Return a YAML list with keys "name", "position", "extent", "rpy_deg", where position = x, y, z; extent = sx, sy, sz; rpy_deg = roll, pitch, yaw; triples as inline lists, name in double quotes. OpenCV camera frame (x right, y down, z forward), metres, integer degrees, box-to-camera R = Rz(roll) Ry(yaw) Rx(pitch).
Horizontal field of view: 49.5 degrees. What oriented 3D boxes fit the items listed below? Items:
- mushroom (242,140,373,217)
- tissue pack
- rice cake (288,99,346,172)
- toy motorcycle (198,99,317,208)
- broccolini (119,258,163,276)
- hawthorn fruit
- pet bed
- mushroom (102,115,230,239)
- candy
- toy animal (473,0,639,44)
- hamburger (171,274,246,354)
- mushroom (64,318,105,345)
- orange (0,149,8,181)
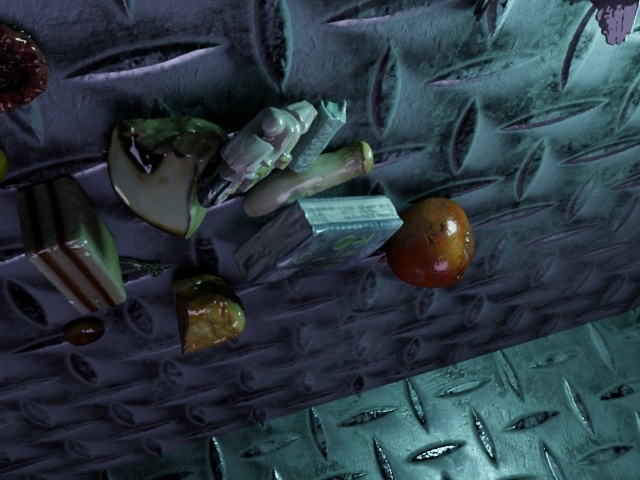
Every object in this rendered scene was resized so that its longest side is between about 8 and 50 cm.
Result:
- name: "mushroom"
  position: [-0.033, -0.147, 1.720]
  extent: [0.351, 0.095, 0.123]
  rpy_deg: [-22, 167, 7]
- name: "tissue pack"
  position: [0.000, 0.000, 1.860]
  extent: [0.394, 0.124, 0.288]
  rpy_deg: [-5, 154, -49]
- name: "rice cake"
  position: [-0.014, -0.239, 1.601]
  extent: [0.063, 0.069, 0.206]
  rpy_deg: [6, 143, -37]
- name: "toy motorcycle"
  position: [-0.118, -0.198, 1.443]
  extent: [0.340, 0.108, 0.223]
  rpy_deg: [-44, 175, -48]
- name: "broccolini"
  position: [-0.511, 0.061, 1.833]
  extent: [0.044, 0.042, 0.218]
  rpy_deg: [-39, 143, 28]
- name: "hawthorn fruit"
  position: [0.297, 0.020, 2.042]
  extent: [0.307, 0.276, 0.276]
  rpy_deg: [-19, 153, 27]
- name: "pet bed"
  position: [-0.573, -0.295, 1.198]
  extent: [0.201, 0.053, 0.201]
  rpy_deg: [-19, 149, -12]
- name: "mushroom"
  position: [-0.324, -0.176, 1.482]
  extent: [0.217, 0.212, 0.292]
  rpy_deg: [29, 151, 2]
- name: "candy"
  position: [-0.560, 0.021, 1.592]
  extent: [0.135, 0.179, 0.321]
  rpy_deg: [-18, 149, -3]
- name: "toy animal"
  position: [0.478, -0.560, 1.354]
  extent: [0.284, 0.225, 0.302]
  rpy_deg: [7, 133, -4]
- name: "hamburger"
  position: [-0.326, 0.212, 2.069]
  extent: [0.209, 0.162, 0.330]
  rpy_deg: [-11, 147, -20]
- name: "mushroom"
  position: [-0.702, 0.278, 2.067]
  extent: [0.123, 0.052, 0.123]
  rpy_deg: [-11, 148, -7]
- name: "orange"
  position: [-0.659, -0.151, 1.356]
  extent: [0.085, 0.085, 0.095]
  rpy_deg: [-11, 139, -14]
